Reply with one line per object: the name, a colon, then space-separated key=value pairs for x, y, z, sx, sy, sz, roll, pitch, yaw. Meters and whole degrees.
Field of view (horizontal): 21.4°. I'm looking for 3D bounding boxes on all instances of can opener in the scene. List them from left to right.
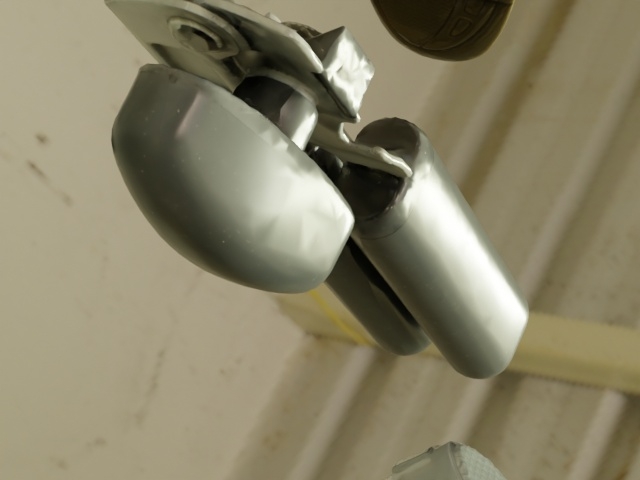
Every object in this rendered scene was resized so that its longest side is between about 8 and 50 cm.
can opener: x=0.000 y=0.000 z=0.617 sx=0.076 sy=0.283 sz=0.095 roll=15 pitch=-109 yaw=29

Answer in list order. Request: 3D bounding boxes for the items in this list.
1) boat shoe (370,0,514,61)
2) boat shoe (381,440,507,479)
boat shoe: x=0.058 y=-0.181 z=0.741 sx=0.080 sy=0.223 sz=0.073 roll=9 pitch=-133 yaw=18
boat shoe: x=0.082 y=0.208 z=0.544 sx=0.094 sy=0.109 sz=0.302 roll=-38 pitch=-125 yaw=15
